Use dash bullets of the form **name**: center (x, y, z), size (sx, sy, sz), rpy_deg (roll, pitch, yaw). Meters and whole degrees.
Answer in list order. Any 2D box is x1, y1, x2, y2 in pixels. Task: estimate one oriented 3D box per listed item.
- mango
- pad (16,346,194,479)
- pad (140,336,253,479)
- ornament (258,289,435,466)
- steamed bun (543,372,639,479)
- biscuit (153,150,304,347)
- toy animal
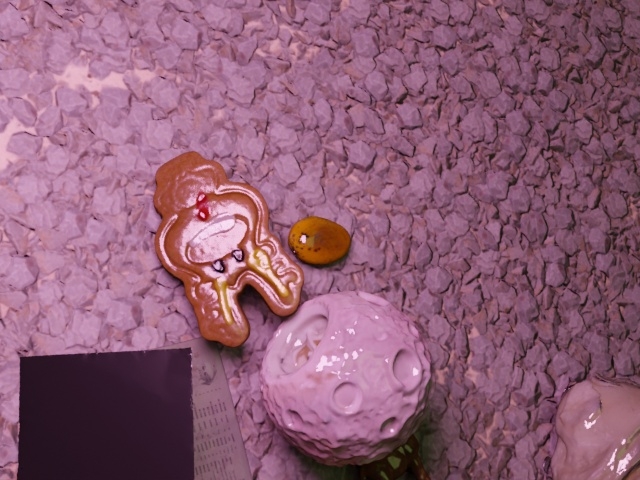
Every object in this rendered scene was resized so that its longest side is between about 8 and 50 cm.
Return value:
- **mango**: center (0.000, 0.000, 1.731), size (0.114, 0.057, 0.079), rpy_deg (-3, 75, -38)
- **pad**: center (-0.286, 0.330, 1.440), size (0.247, 0.007, 0.368), rpy_deg (-4, 77, 7)
- **pad**: center (-0.190, 0.279, 1.584), size (0.159, 0.009, 0.265), rpy_deg (-12, 84, -31)
- **ornament**: center (0.045, 0.204, 1.587), size (0.225, 0.259, 0.259), rpy_deg (41, 62, -25)
- **steamed bun**: center (0.550, 0.410, 1.826), size (0.346, 0.237, 0.394), rpy_deg (-29, 93, -30)
- **biscuit**: center (-0.151, 0.004, 1.603), size (0.186, 0.044, 0.295), rpy_deg (-32, 79, -8)
- **toy animal**: center (0.138, 0.311, 1.724), size (0.224, 0.066, 0.230), rpy_deg (-29, 88, -31)
